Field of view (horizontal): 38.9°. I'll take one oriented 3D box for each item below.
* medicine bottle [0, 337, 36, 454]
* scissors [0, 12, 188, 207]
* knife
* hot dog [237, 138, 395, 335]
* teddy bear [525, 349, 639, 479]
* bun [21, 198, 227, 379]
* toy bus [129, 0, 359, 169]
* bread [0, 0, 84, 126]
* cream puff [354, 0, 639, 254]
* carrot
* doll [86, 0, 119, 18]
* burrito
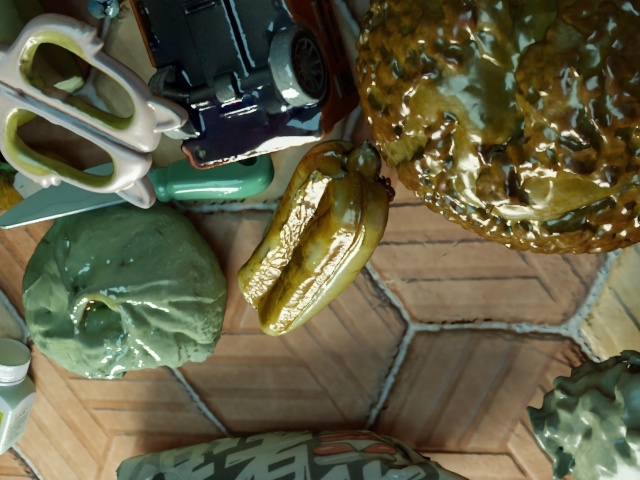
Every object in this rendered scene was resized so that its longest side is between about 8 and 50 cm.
[{"bbox_3d":[-0.360,0.170,1.006,0.074,0.055,0.118,28,114,9],"label":"medicine bottle"},{"bbox_3d":[-0.261,-0.132,0.707,0.318,0.024,0.160,26,126,-4],"label":"scissors"},{"bbox_3d":[-0.172,-0.055,0.839,0.260,0.063,0.034,-8,147,4],"label":"knife"},{"bbox_3d":[0.000,0.000,0.791,0.102,0.076,0.249,62,145,23],"label":"hot dog"},{"bbox_3d":[0.356,0.131,0.709,0.368,0.224,0.357,-7,108,36],"label":"teddy bear"},{"bbox_3d":[-0.198,0.061,0.879,0.204,0.126,0.212,42,116,3],"label":"bun"},{"bbox_3d":[-0.081,-0.235,0.722,0.143,0.153,0.329,-11,106,28],"label":"toy bus"},{"bbox_3d":[-0.416,-0.220,0.801,0.300,0.210,0.341,-31,104,-9],"label":"bread"},{"bbox_3d":[0.168,-0.122,0.650,0.303,0.212,0.303,8,112,20],"label":"cream puff"},{"bbox_3d":[-0.368,-0.064,0.921,0.260,0.070,0.070,3,109,18],"label":"carrot"},{"bbox_3d":[-0.215,-0.292,0.800,0.179,0.075,0.120,60,155,13],"label":"doll"},{"bbox_3d":[-0.030,0.260,0.908,0.446,0.101,0.139,-12,93,24],"label":"burrito"}]
